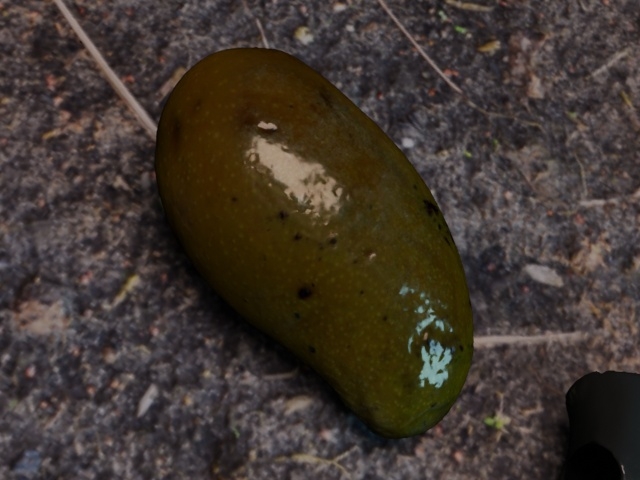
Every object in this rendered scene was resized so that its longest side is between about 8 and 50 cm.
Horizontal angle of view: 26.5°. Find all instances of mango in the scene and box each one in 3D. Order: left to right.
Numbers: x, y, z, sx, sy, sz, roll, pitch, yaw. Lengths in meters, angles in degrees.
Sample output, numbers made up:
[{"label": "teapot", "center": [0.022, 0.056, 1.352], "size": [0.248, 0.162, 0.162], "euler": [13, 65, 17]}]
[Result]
[{"label": "mango", "center": [0.004, -0.007, 1.058], "size": [0.329, 0.175, 0.176], "euler": [44, 103, 7]}]

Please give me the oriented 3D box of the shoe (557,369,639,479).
[{"label": "shoe", "center": [0.240, 0.141, 1.090], "size": [0.093, 0.108, 0.241], "euler": [42, 52, 8]}]
